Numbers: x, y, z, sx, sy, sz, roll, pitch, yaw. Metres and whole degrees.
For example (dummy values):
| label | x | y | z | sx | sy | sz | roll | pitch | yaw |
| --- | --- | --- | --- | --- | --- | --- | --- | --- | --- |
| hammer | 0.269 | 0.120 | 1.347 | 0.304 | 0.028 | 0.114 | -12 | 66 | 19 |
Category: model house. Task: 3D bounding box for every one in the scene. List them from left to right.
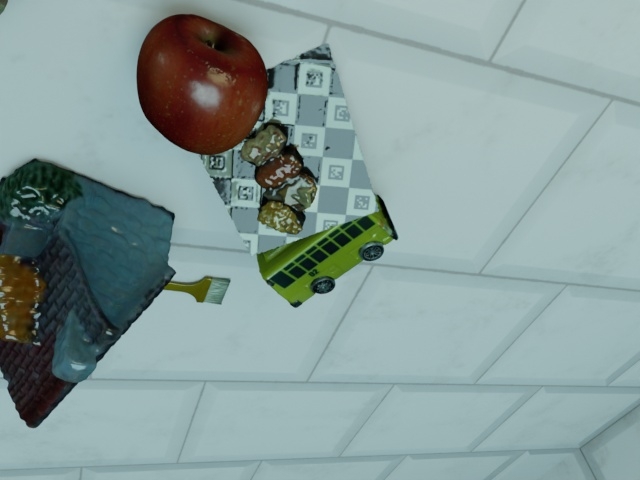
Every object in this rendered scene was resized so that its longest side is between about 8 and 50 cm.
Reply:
| label | x | y | z | sx | sy | sz | roll | pitch | yaw |
| --- | --- | --- | --- | --- | --- | --- | --- | --- | --- |
| model house | -0.448 | 0.125 | 0.918 | 0.297 | 0.339 | 0.360 | 25 | 125 | -36 |

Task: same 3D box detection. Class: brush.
| label | x | y | z | sx | sy | sz | roll | pitch | yaw |
| --- | --- | --- | --- | --- | --- | --- | --- | --- | --- |
| brush | -0.301 | 0.099 | 1.163 | 0.205 | 0.011 | 0.083 | 10 | 133 | -23 |

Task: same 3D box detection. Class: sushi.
| label | x | y | z | sx | sy | sz | roll | pitch | yaw |
| --- | --- | --- | --- | --- | --- | --- | --- | --- | --- |
| sushi | -0.061 | -0.126 | 0.883 | 0.264 | 0.050 | 0.290 | -19 | 111 | 6 |

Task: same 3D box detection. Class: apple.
| label | x | y | z | sx | sy | sz | roll | pitch | yaw |
| --- | --- | --- | --- | --- | --- | --- | --- | --- | --- |
| apple | -0.166 | -0.213 | 0.757 | 0.181 | 0.181 | 0.168 | 19 | 131 | -30 |

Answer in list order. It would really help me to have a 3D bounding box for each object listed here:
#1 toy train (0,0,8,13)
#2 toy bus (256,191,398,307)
| label | x | y | z | sx | sy | sz | roll | pitch | yaw |
| --- | --- | --- | --- | --- | --- | --- | --- | --- | --- |
| toy train | -0.449 | -0.356 | 0.557 | 0.221 | 0.150 | 0.304 | -25 | 142 | 20 |
| toy bus | 0.000 | 0.000 | 1.056 | 0.262 | 0.128 | 0.150 | -36 | 131 | 19 |
